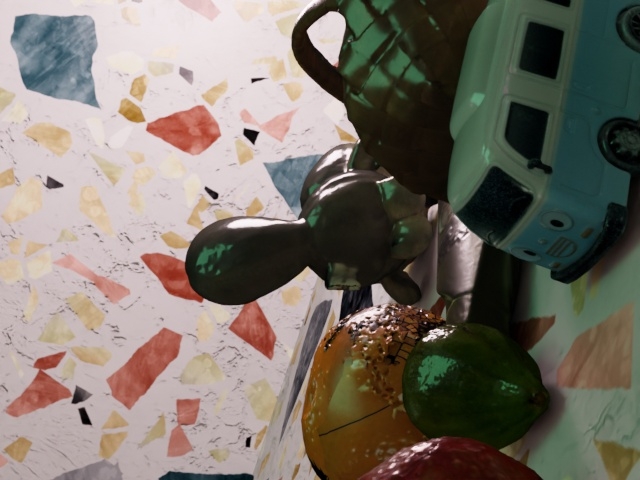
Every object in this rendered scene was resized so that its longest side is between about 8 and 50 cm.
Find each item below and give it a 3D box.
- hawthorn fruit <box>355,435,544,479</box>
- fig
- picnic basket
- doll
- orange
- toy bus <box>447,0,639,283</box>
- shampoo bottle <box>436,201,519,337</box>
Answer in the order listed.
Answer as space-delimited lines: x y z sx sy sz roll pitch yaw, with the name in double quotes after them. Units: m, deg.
0.096 0.244 0.962 0.253 0.205 0.205 121 166 -62 "hawthorn fruit"
0.148 0.140 1.184 0.156 0.123 0.123 -165 94 -72 "fig"
0.113 -0.199 1.422 0.337 0.293 0.337 -34 40 34 "picnic basket"
-0.006 -0.035 1.946 0.382 0.378 0.252 -112 24 -86 "doll"
0.073 0.186 1.451 0.234 0.182 0.235 -165 90 -71 "orange"
0.204 -0.116 1.169 0.133 0.164 0.271 120 166 -61 "toy bus"
0.174 0.020 1.433 0.350 0.084 0.126 -81 13 -53 "shampoo bottle"
